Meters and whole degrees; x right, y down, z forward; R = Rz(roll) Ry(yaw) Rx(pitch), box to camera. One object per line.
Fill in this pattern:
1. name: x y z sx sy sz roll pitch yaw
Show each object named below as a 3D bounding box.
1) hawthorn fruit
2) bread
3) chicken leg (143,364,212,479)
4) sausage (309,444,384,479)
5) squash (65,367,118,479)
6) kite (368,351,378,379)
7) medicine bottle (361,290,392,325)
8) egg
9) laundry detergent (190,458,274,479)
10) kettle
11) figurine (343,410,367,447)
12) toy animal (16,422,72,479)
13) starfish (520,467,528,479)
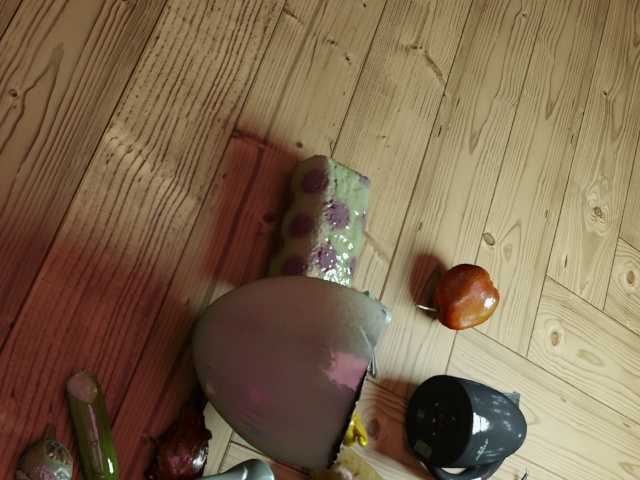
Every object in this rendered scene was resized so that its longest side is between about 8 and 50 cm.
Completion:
1. hawthorn fruit: 0.331 0.152 2.096 0.203 0.162 0.162 -30 99 -11
2. bread: 0.000 0.000 1.885 0.187 0.155 0.338 24 68 -33
3. chicken leg: -0.252 0.354 1.701 0.113 0.093 0.304 25 64 -16
4. sausage: 0.151 0.640 1.832 0.136 0.123 0.501 -36 89 -9
5. squash: -0.422 0.355 1.592 0.069 0.069 0.239 -11 88 -35
6. kite: 0.078 0.252 1.980 0.190 0.010 0.159 40 64 -20
7. medicine bottle: 0.125 0.160 2.005 0.083 0.047 0.047 43 61 -20
8. egg: -0.079 0.226 1.639 0.340 0.354 0.354 21 67 4
9. laundry detergent: -0.225 0.541 1.639 0.280 0.105 0.215 -9 116 -35
10. kettle: 0.358 0.466 2.040 0.290 0.207 0.268 17 102 -40
11. figurine: 0.035 0.336 1.877 0.156 0.131 0.246 -49 123 -50
12. toy animal: -0.498 0.398 1.537 0.098 0.137 0.098 -11 125 -16
13. starfish: 0.505 0.644 2.174 0.130 0.041 0.133 25 62 -37
